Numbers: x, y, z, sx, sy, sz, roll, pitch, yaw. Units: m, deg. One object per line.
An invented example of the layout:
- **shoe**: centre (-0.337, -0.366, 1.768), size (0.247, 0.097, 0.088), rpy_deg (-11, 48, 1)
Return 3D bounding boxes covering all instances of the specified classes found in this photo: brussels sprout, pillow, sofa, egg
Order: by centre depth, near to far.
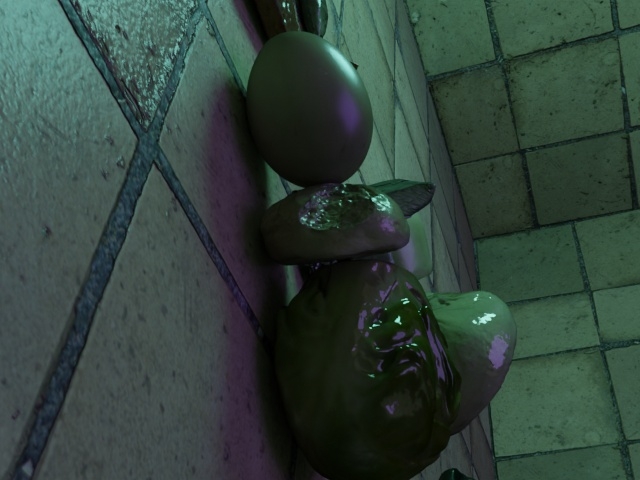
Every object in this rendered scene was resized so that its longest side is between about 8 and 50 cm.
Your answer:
- **brussels sprout**: centre (0.071, 0.197, 1.193), size (0.328, 0.247, 0.328), rpy_deg (-7, 90, -73)
- **egg**: centre (-0.018, -0.196, 1.242), size (0.186, 0.186, 0.241), rpy_deg (-27, 104, -74)
- **sofa**: centre (0.124, 0.011, 1.507), size (0.210, 0.176, 0.225), rpy_deg (-159, -128, -79)
- **pillow**: centre (-0.017, -0.517, 1.715), size (0.093, 0.051, 0.241), rpy_deg (3, 75, -68)

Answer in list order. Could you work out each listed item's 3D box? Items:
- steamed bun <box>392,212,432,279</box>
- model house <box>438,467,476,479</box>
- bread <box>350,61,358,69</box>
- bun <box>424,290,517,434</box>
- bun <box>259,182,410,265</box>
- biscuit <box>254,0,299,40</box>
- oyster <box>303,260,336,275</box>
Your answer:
- **steamed bun**: centre (0.147, 0.005, 1.733), size (0.250, 0.155, 0.200), rpy_deg (0, 79, -77)
- **model house**: centre (0.109, 0.501, 0.829), size (0.445, 0.400, 0.395), rpy_deg (-74, 146, -60)
- **bread**: centre (0.013, -0.263, 1.520), size (0.156, 0.125, 0.086), rpy_deg (72, 22, -60)
- **bun**: centre (0.225, 0.236, 1.655), size (0.213, 0.361, 0.361), rpy_deg (28, 32, -9)
- **bun**: centre (0.017, -0.027, 1.203), size (0.210, 0.237, 0.116), rpy_deg (-7, 87, -34)
- **biscuit**: centre (-0.085, -0.469, 1.451), size (0.262, 0.052, 0.277), rpy_deg (70, 17, -45)
- **oyster**: centre (0.000, 0.000, 1.405), size (0.125, 0.064, 0.177), rpy_deg (19, 60, -78)
